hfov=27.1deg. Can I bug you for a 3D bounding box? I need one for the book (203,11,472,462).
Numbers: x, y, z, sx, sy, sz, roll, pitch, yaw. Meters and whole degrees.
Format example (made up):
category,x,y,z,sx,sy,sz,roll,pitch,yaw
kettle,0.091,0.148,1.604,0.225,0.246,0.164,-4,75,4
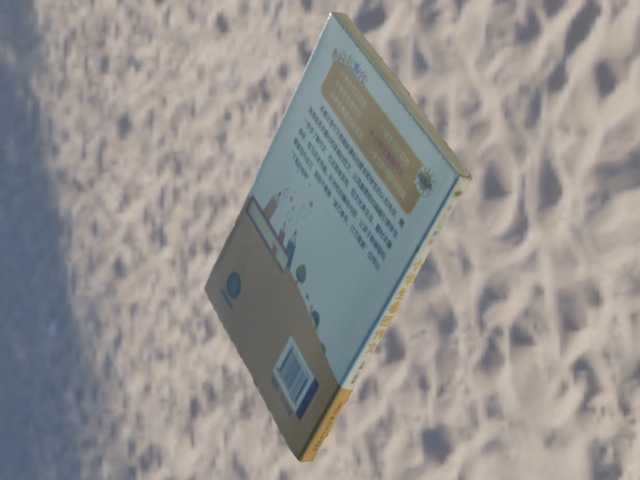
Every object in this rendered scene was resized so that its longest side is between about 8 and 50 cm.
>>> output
category,x,y,z,sx,sy,sz,roll,pitch,yaw
book,0.000,0.000,1.043,0.208,0.020,0.295,58,134,39
